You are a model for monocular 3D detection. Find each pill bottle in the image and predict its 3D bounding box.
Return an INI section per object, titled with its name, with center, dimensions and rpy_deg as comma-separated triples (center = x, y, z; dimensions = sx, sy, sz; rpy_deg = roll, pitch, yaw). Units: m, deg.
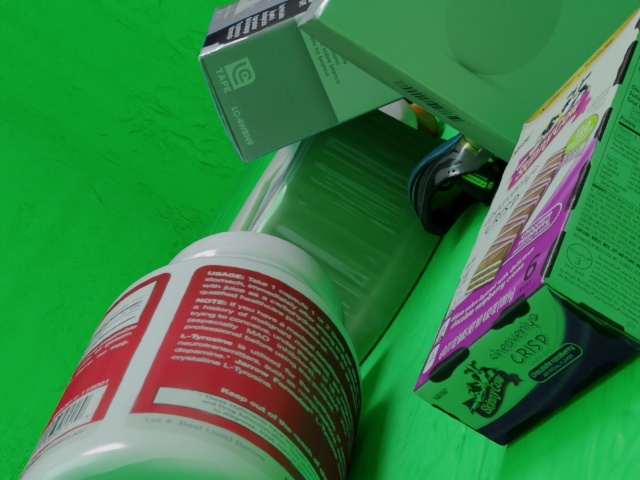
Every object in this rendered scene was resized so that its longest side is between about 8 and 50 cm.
[pill bottle]
center = -0.088, 0.153, 1.251
dimensions = 0.229, 0.229, 0.408
rpy_deg = -54, 8, 25

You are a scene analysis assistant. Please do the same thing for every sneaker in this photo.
[sneaker]
center = 0.141, -0.073, 1.367
dimensions = 0.188, 0.067, 0.078
rpy_deg = -50, 32, 36

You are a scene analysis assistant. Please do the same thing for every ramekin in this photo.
[ramekin]
center = 0.000, 0.000, 1.592
dimensions = 0.303, 0.148, 0.303
rpy_deg = -56, 8, 12

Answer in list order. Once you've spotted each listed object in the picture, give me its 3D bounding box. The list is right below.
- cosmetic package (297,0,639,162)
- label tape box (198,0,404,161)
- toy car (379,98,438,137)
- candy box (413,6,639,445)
[cosmetic package]
center = 0.139, -0.195, 1.197
dimensions = 0.225, 0.224, 0.138
rpy_deg = -58, 8, 0
[label tape box]
center = 0.072, -0.209, 1.479
dimensions = 0.347, 0.115, 0.249
rpy_deg = -23, 16, 7
[toy car]
center = 0.046, -0.147, 1.793
dimensions = 0.136, 0.182, 0.159
rpy_deg = -56, -8, -21
[candy box]
center = 0.152, -0.012, 0.968
dimensions = 0.159, 0.071, 0.233
rpy_deg = -49, 12, 53
